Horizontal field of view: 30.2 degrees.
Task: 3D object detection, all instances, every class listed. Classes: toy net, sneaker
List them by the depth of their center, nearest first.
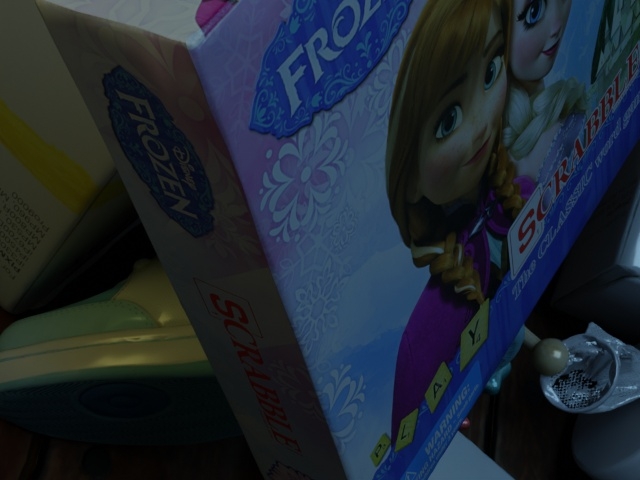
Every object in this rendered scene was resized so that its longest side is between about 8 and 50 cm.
[{"bbox_3d":[-0.050,0.005,0.735,0.318,0.127,0.208,-8,61,-2],"label":"sneaker"},{"bbox_3d":[0.133,0.089,0.854,0.232,0.045,0.122,8,52,4],"label":"toy net"}]

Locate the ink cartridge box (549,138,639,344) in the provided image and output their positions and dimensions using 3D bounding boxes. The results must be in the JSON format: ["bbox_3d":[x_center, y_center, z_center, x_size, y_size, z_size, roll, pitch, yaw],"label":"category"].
[{"bbox_3d":[0.399,-0.077,0.992,0.285,0.166,0.395,24,73,-3],"label":"ink cartridge box"}]

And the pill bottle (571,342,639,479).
[{"bbox_3d":[0.343,0.206,0.922,0.283,0.160,0.160,39,51,-12],"label":"pill bottle"}]

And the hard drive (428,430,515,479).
[{"bbox_3d":[0.056,0.277,0.711,0.233,0.047,0.353,42,43,-29],"label":"hard drive"}]

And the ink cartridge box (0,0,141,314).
[{"bbox_3d":[-0.082,-0.155,0.676,0.160,0.384,0.279,46,50,-1],"label":"ink cartridge box"}]

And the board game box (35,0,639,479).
[{"bbox_3d":[0.055,-0.071,0.519,0.066,0.318,0.319,20,59,29],"label":"board game box"}]
